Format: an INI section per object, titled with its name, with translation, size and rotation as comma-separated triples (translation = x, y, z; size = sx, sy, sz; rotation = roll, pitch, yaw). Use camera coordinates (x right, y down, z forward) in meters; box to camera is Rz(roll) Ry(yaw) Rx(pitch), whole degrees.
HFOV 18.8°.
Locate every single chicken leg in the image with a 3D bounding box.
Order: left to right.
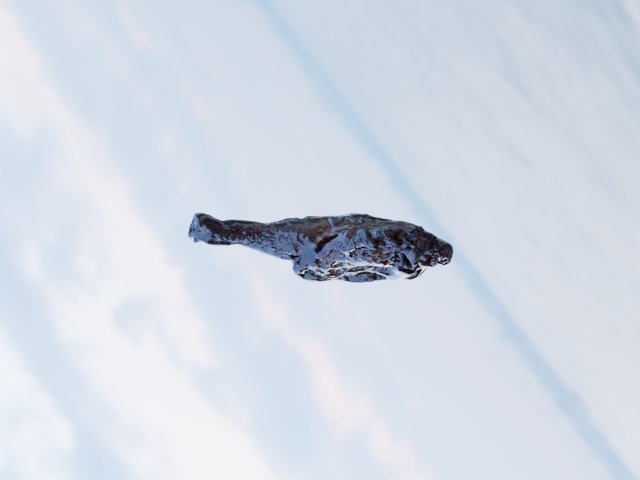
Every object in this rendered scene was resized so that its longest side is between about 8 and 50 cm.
[chicken leg]
translation = 0.003, 0.002, 1.527
size = 0.093, 0.205, 0.053
rotation = 40, -131, -72
